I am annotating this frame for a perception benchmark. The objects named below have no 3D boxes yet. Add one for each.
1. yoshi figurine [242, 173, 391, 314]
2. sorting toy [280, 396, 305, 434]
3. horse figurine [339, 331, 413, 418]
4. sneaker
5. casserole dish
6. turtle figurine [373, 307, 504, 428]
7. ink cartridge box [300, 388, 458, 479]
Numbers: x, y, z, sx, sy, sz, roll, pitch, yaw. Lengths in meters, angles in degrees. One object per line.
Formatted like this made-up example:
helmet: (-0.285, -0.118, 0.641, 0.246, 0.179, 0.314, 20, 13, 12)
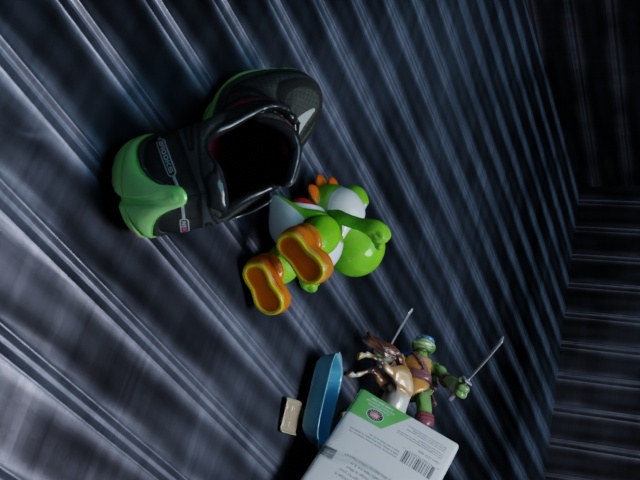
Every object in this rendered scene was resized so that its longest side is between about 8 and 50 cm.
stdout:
yoshi figurine: (0.022, 0.018, 1.689, 0.362, 0.203, 0.203, -44, 144, -59)
sorting toy: (-0.048, 0.314, 1.722, 0.083, 0.012, 0.062, 34, 62, -60)
horse figurine: (0.126, 0.319, 1.949, 0.174, 0.066, 0.263, 15, 77, -29)
sneaker: (-0.097, -0.126, 1.401, 0.483, 0.202, 0.185, -49, 133, -54)
casserole dish: (0.003, 0.293, 1.781, 0.114, 0.037, 0.188, 73, 28, -60)
turtle figurine: (0.204, 0.300, 2.046, 0.198, 0.275, 0.266, 28, 65, -23)
ink cartridge box: (0.086, 0.439, 1.721, 0.289, 0.211, 0.121, -49, 164, -44)
